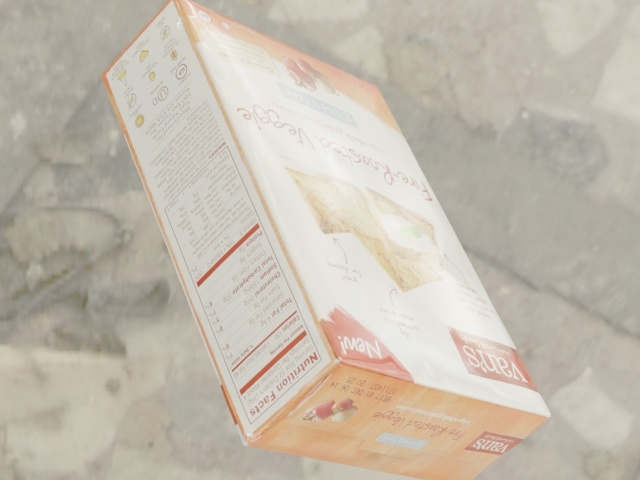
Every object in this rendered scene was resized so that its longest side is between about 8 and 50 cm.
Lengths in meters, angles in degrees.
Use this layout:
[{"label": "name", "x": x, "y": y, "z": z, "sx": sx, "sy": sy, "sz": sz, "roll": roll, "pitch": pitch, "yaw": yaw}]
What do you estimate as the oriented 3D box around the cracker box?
[{"label": "cracker box", "x": 0.000, "y": 0.000, "z": 0.760, "sx": 0.156, "sy": 0.067, "sz": 0.232, "roll": 18, "pitch": 38, "yaw": -45}]
